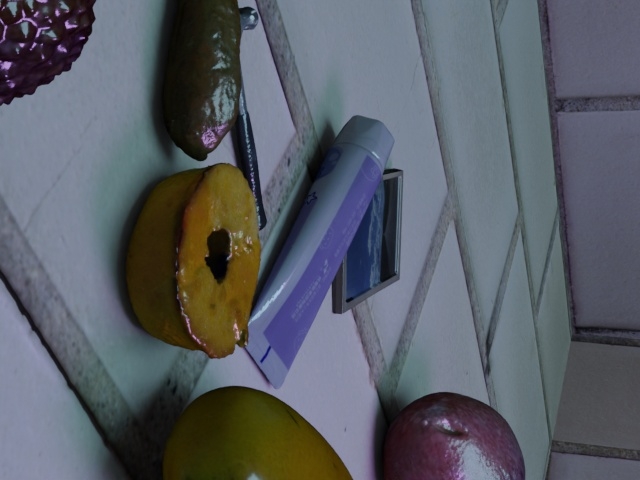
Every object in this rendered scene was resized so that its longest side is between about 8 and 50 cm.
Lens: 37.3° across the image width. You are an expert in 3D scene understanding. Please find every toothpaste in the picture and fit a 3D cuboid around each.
[{"bbox_3d":[0.000,0.000,1.193,0.371,0.080,0.125,-66,148,-30],"label":"toothpaste"}]

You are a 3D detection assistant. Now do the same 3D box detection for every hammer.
[{"bbox_3d":[-0.086,-0.121,1.032,0.103,0.029,0.246,-48,137,-56],"label":"hammer"}]

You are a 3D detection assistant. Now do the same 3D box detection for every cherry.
[{"bbox_3d":[0.215,0.376,1.558,0.307,0.221,0.261,51,37,-39],"label":"cherry"}]

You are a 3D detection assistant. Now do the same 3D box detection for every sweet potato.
[{"bbox_3d":[-0.110,-0.214,0.917,0.075,0.075,0.273,24,66,-65],"label":"sweet potato"}]

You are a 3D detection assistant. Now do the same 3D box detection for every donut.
[{"bbox_3d":[-0.121,0.018,0.907,0.174,0.075,0.190,46,46,-58],"label":"donut"}]

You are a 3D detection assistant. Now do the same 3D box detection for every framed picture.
[{"bbox_3d":[0.072,-0.008,1.425,0.260,0.023,0.189,-20,113,-65],"label":"framed picture"}]

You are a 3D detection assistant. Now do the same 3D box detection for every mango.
[{"bbox_3d":[-0.058,0.258,0.931,0.317,0.173,0.211,63,7,-50],"label":"mango"}]

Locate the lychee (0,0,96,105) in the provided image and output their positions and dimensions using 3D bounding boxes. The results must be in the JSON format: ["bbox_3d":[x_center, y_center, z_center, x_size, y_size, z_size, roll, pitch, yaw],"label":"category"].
[{"bbox_3d":[-0.222,-0.155,0.530,0.188,0.188,0.188,3,90,-67],"label":"lychee"}]
